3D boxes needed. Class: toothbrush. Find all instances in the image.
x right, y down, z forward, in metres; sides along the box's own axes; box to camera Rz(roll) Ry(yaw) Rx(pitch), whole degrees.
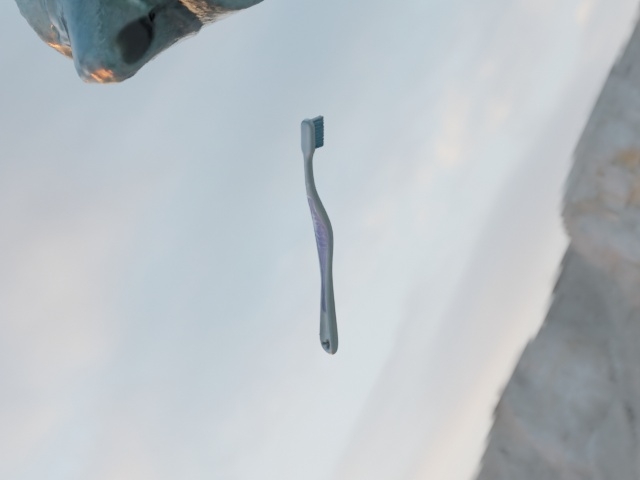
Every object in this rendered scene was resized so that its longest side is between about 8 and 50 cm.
[{"bbox_3d":[0.000,0.000,0.771,0.013,0.011,0.131,-25,-55,-34],"label":"toothbrush"}]

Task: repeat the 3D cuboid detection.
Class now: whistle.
[{"bbox_3d":[-0.110,-0.285,1.374,0.405,0.168,0.188,-43,-70,-48],"label":"whistle"}]
